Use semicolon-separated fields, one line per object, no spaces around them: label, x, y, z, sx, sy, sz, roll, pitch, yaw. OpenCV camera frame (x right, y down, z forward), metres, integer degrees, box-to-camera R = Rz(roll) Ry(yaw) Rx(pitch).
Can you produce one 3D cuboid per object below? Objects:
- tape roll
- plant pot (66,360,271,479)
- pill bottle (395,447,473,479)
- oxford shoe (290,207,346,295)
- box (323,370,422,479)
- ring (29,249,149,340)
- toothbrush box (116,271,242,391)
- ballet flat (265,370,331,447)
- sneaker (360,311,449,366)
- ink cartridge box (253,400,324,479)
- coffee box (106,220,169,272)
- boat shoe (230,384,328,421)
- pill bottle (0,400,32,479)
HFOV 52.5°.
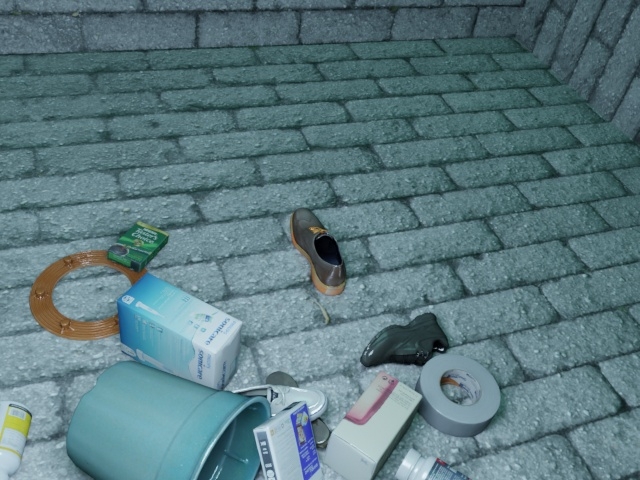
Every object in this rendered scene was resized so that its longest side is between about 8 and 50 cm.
tape roll;0.366;0.413;1.743;0.219;0.072;0.219;6;42;-6
plant pot;-0.334;0.437;1.401;0.333;0.341;0.341;18;42;19
pill bottle;0.272;0.572;1.526;0.180;0.108;0.108;29;45;18
oxford shoe;0.000;0.000;2.058;0.129;0.133;0.364;-10;47;-21
box;0.128;0.461;1.584;0.126;0.149;0.232;30;45;20
ring;-0.646;0.141;1.842;0.336;0.032;0.337;6;42;-6
toothbrush box;-0.359;0.248;1.655;0.295;0.216;0.126;25;44;15
ballet flat;-0.056;0.431;1.652;0.084;0.058;0.250;-38;53;-15
sneaker;0.243;0.299;1.820;0.286;0.109;0.130;-19;57;-26
ink cartridge box;-0.065;0.490;1.459;0.045;0.209;0.206;-16;-3;22
coffee box;-0.549;0.016;1.961;0.113;0.041;0.184;23;33;5
boat shoe;-0.112;0.400;1.594;0.257;0.084;0.095;-9;50;5
pill bottle;-0.711;0.457;1.437;0.103;0.103;0.184;3;43;-9
